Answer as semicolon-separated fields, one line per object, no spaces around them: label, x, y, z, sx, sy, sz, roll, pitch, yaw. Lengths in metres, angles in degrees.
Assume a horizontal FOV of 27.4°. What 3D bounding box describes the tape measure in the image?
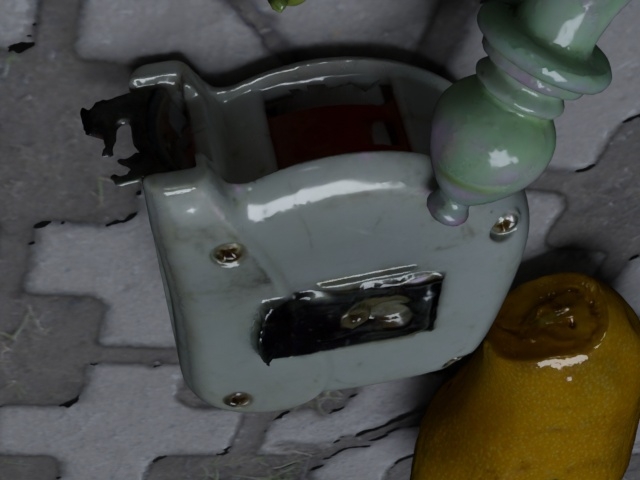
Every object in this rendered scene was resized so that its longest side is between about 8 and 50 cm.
tape measure;0.000;0.000;0.849;0.265;0.130;0.258;-9;141;-4

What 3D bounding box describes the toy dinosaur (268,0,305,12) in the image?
toy dinosaur;-0.018;-0.173;0.541;0.153;0.259;0.094;37;124;-13

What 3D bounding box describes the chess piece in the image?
chess piece;0.124;-0.117;0.680;0.139;0.139;0.272;12;125;-28

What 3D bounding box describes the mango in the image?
mango;0.176;0.158;1.093;0.187;0.144;0.359;1;139;-21
